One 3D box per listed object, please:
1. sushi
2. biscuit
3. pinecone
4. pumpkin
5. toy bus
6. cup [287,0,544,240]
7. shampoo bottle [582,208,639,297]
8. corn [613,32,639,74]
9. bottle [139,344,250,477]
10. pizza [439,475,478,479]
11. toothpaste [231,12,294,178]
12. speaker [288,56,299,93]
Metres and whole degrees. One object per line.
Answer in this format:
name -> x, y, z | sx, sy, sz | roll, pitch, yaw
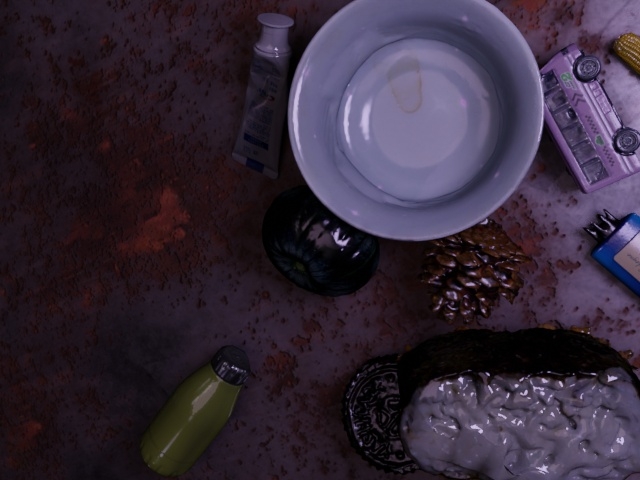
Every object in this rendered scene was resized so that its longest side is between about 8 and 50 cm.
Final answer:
sushi -> 0.279, 0.246, 0.951 | 0.348, 0.207, 0.234 | 2, 108, 9
biscuit -> 0.123, 0.281, 1.083 | 0.194, 0.053, 0.195 | -3, 80, 16
pinecone -> 0.220, 0.046, 0.984 | 0.173, 0.173, 0.174 | 2, 98, 19
pumpkin -> 0.000, 0.000, 1.047 | 0.202, 0.202, 0.140 | 32, 62, 13
toy bus -> 0.370, -0.171, 0.940 | 0.108, 0.096, 0.199 | -29, 90, 24
cup -> 0.139, -0.180, 0.973 | 0.347, 0.163, 0.347 | 2, 97, 13
shampoo bottle -> 0.462, 0.028, 0.954 | 0.183, 0.050, 0.087 | 43, 111, 10
corn -> 0.451, -0.253, 0.931 | 0.092, 0.037, 0.037 | 47, 109, 9
bottle -> -0.217, 0.301, 1.191 | 0.112, 0.112, 0.260 | 40, 108, 10
pizza -> 0.247, 0.363, 1.072 | 0.195, 0.052, 0.185 | 16, 99, 17
toothpaste -> -0.091, -0.231, 1.085 | 0.096, 0.061, 0.266 | 27, 127, 20
speaker -> -0.028, -0.248, 1.095 | 0.046, 0.040, 0.191 | -45, 82, 19
